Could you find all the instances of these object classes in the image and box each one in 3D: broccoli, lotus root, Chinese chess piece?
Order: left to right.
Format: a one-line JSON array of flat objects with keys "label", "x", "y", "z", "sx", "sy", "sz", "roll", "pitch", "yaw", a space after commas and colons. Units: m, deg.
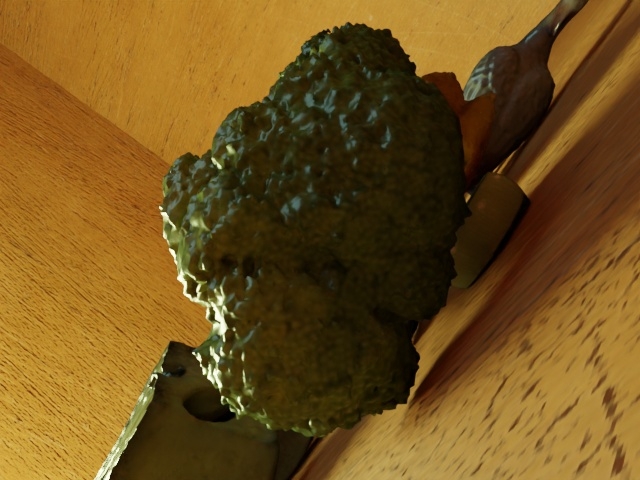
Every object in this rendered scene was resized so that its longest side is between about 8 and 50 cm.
[{"label": "lotus root", "x": -0.152, "y": 0.266, "z": 0.782, "sx": 0.314, "sy": 0.141, "sz": 0.210, "roll": -61, "pitch": 12, "yaw": 1}, {"label": "broccoli", "x": -0.012, "y": -0.025, "z": 0.566, "sx": 0.302, "sy": 0.186, "sz": 0.254, "roll": -139, "pitch": 56, "yaw": -79}, {"label": "Chinese chess piece", "x": 0.107, "y": -0.006, "z": 0.574, "sx": 0.084, "sy": 0.034, "sz": 0.084, "roll": -56, "pitch": -5, "yaw": -7}]

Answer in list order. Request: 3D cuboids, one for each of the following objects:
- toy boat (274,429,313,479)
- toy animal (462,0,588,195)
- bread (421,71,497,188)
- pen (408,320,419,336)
[{"label": "toy boat", "x": -0.110, "y": 0.235, "z": 0.982, "sx": 0.276, "sy": 0.111, "sz": 0.293, "roll": -42, "pitch": 9, "yaw": -5}, {"label": "toy animal", "x": 0.207, "y": -0.167, "z": 0.918, "sx": 0.195, "sy": 0.090, "sz": 0.324, "roll": -60, "pitch": -2, "yaw": -48}, {"label": "bread", "x": 0.068, "y": -0.020, "z": 0.870, "sx": 0.185, "sy": 0.109, "sz": 0.380, "roll": -39, "pitch": -15, "yaw": -44}, {"label": "pen", "x": 0.079, "y": 0.056, "z": 0.739, "sx": 0.025, "sy": 0.025, "sz": 0.204, "roll": -55, "pitch": -3, "yaw": 14}]
